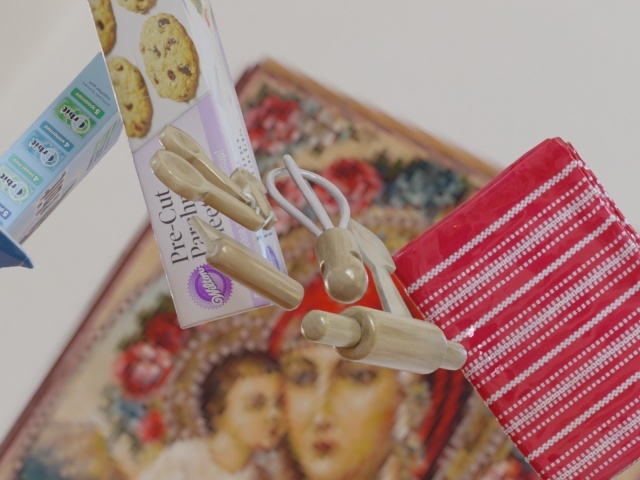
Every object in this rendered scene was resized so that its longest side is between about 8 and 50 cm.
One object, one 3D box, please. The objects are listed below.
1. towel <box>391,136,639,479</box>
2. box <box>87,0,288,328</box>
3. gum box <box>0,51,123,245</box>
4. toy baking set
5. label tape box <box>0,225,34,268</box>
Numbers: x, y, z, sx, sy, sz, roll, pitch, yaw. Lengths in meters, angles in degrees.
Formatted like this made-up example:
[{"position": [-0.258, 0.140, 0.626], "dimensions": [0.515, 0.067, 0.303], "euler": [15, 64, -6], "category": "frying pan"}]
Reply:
[{"position": [0.211, 0.068, 1.712], "dimensions": [0.275, 0.199, 0.031], "euler": [54, -3, 9], "category": "towel"}, {"position": [-0.096, -0.109, 1.243], "dimensions": [0.063, 0.067, 0.324], "euler": [-27, 102, -77], "category": "box"}, {"position": [-0.210, -0.037, 1.401], "dimensions": [0.041, 0.184, 0.157], "euler": [41, -16, -2], "category": "gum box"}, {"position": [0.003, 0.004, 1.132], "dimensions": [0.256, 0.030, 0.197], "euler": [19, 27, -53], "category": "toy baking set"}, {"position": [-0.384, 0.013, 1.168], "dimensions": [0.347, 0.115, 0.249], "euler": [-10, -39, 32], "category": "label tape box"}]
